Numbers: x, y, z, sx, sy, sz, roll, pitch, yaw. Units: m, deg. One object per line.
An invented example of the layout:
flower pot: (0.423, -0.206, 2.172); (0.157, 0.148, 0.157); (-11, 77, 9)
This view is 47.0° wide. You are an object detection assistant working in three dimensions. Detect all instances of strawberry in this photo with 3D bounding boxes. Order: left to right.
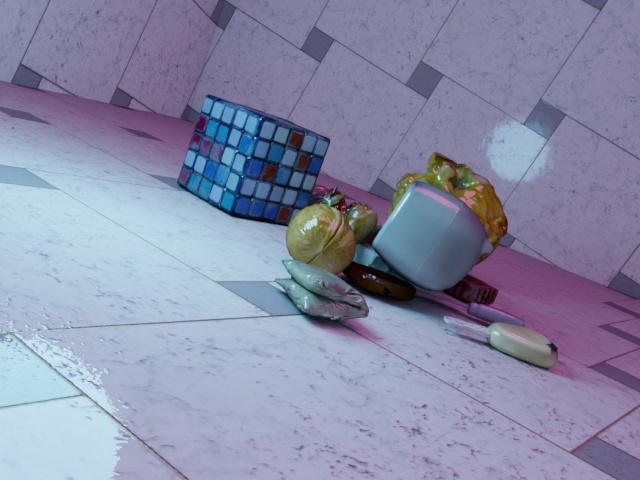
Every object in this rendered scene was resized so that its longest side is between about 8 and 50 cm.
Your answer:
strawberry: (-0.002, -0.042, 2.041); (0.098, 0.174, 0.228); (45, -25, 0)

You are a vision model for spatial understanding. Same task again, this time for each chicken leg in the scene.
chicken leg: (0.071, -0.015, 1.888); (0.087, 0.107, 0.251); (16, 38, 24)

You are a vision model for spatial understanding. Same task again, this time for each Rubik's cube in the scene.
Rubik's cube: (-0.195, -0.230, 2.151); (0.293, 0.287, 0.291); (10, 14, -45)

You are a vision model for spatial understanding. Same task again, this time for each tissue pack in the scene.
tissue pack: (0.267, -0.001, 1.754); (0.235, 0.230, 0.333); (35, 5, 4)

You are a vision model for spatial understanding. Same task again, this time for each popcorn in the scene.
popcorn: (0.402, -0.068, 2.381); (0.344, 0.353, 0.390); (37, 41, -38)

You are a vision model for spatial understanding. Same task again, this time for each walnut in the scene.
walnut: (0.000, 0.000, 1.677); (0.165, 0.165, 0.197); (17, 10, -14)

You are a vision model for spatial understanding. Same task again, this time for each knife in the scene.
knife: (0.342, 0.157, 1.818); (0.331, 0.044, 0.080); (20, 2, 8)

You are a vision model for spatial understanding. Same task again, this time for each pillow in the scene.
pillow: (-0.001, 0.096, 1.392); (0.134, 0.078, 0.181); (18, 7, -29)

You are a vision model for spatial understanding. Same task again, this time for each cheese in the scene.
cheese: (0.387, 0.208, 1.604); (0.251, 0.054, 0.127); (18, 11, -7)

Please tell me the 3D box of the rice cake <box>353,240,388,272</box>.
rice cake: (0.114, 0.036, 1.967); (0.069, 0.063, 0.206); (17, 11, -34)

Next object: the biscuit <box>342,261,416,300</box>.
biscuit: (0.134, 0.097, 1.725); (0.192, 0.050, 0.192); (19, 2, -1)

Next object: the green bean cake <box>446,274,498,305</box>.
green bean cake: (0.405, 0.131, 2.036); (0.135, 0.056, 0.135); (13, 12, -42)

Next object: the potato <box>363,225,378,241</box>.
potato: (0.105, -0.020, 2.170); (0.225, 0.090, 0.117); (21, 10, 0)

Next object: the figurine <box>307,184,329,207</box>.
figurine: (0.004, -0.118, 2.479); (0.137, 0.110, 0.245); (27, 11, -15)

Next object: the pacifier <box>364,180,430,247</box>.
pacifier: (0.287, -0.021, 2.037); (0.331, 0.273, 0.220); (-2, 12, 6)
